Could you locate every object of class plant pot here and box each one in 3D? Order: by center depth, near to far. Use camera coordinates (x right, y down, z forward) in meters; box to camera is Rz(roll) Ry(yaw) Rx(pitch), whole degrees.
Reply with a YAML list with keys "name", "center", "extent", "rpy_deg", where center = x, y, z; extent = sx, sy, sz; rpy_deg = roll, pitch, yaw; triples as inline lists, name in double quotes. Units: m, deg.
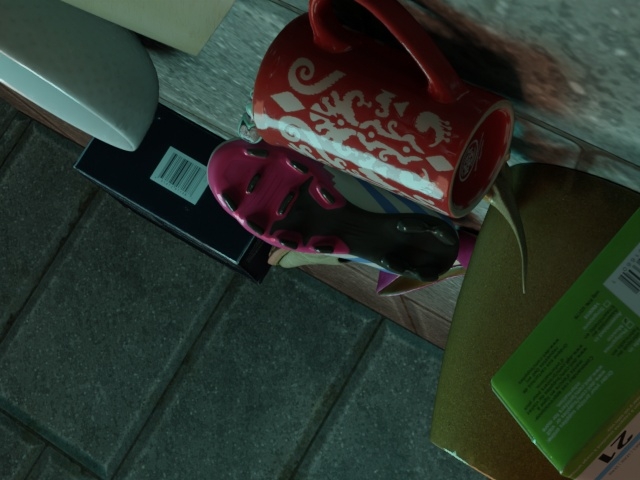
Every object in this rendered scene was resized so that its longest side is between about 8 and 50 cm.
- name: "plant pot"
  center: [0.213, 0.101, 0.739]
  extent: [0.237, 0.254, 0.237]
  rpy_deg: [29, 173, 4]

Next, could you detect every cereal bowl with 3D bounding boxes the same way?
- name: "cereal bowl"
  center: [-0.333, -0.253, 0.973]
  extent: [0.339, 0.141, 0.339]
  rpy_deg: [31, 173, 4]

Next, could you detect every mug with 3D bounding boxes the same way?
- name: "mug"
  center: [0.043, -0.098, 0.596]
  extent: [0.169, 0.113, 0.150]
  rpy_deg: [30, 171, 27]

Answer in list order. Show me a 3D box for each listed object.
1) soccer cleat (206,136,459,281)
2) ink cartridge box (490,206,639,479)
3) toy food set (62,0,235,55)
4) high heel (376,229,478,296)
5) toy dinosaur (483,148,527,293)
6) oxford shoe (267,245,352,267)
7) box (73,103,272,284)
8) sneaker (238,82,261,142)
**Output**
- name: "soccer cleat"
  center: [0.013, -0.040, 0.998]
  extent: [0.331, 0.116, 0.143]
  rpy_deg: [22, -164, -18]
- name: "ink cartridge box"
  center: [0.280, 0.100, 0.587]
  extent: [0.255, 0.188, 0.097]
  rpy_deg: [28, -163, -32]
- name: "toy food set"
  center: [-0.172, -0.248, 0.647]
  extent: [0.220, 0.092, 0.306]
  rpy_deg: [21, 177, -15]
- name: "high heel"
  center: [0.161, 0.045, 1.099]
  extent: [0.082, 0.117, 0.244]
  rpy_deg: [35, 172, -31]
- name: "toy dinosaur"
  center: [0.142, -0.048, 0.672]
  extent: [0.092, 0.053, 0.183]
  rpy_deg: [59, -174, -39]
- name: "oxford shoe"
  center: [0.000, 0.000, 1.398]
  extent: [0.147, 0.140, 0.397]
  rpy_deg: [24, 175, -1]
- name: "box"
  center: [-0.232, -0.089, 1.542]
  extent: [0.343, 0.178, 0.312]
  rpy_deg: [30, 172, 7]
- name: "sneaker"
  center: [-0.055, -0.158, 0.887]
  extent: [0.038, 0.098, 0.069]
  rpy_deg: [33, -142, -7]
